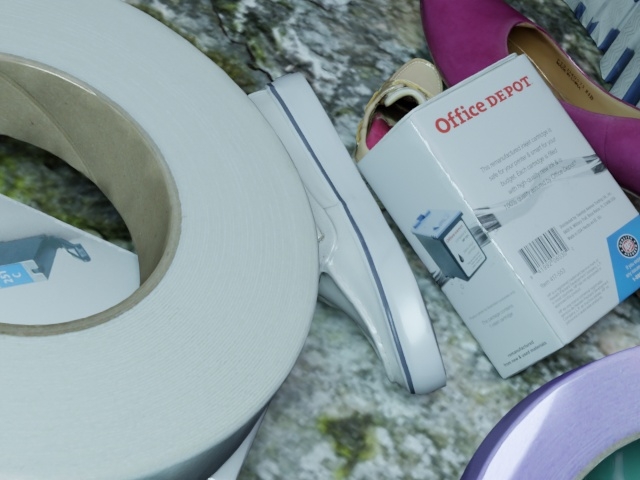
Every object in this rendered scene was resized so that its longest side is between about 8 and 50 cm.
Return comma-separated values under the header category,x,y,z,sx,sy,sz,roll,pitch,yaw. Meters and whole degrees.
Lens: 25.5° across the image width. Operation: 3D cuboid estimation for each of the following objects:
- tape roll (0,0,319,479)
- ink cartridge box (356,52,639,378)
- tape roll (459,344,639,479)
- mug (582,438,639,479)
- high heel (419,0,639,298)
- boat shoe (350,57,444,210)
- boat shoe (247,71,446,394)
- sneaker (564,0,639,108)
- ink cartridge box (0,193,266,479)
category,x,y,z,sx,sy,sz,roll,pitch,yaw
tape roll,-0.190,-0.012,0.811,0.392,0.072,0.392,15,47,-17
ink cartridge box,0.140,-0.020,1.014,0.140,0.082,0.190,-31,83,-38
tape roll,0.206,0.195,0.788,0.275,0.090,0.274,0,81,0
mug,0.233,0.173,0.905,0.158,0.097,0.129,-13,56,-29
high heel,0.231,-0.119,1.089,0.127,0.181,0.377,-17,60,-49
boat shoe,0.065,-0.093,1.097,0.063,0.059,0.170,24,47,1
boat shoe,0.000,0.000,0.975,0.088,0.096,0.267,-25,66,-4
sneaker,0.331,-0.220,1.278,0.182,0.127,0.315,3,57,-23
ink cartridge box,-0.191,0.098,0.830,0.296,0.066,0.261,24,46,0
